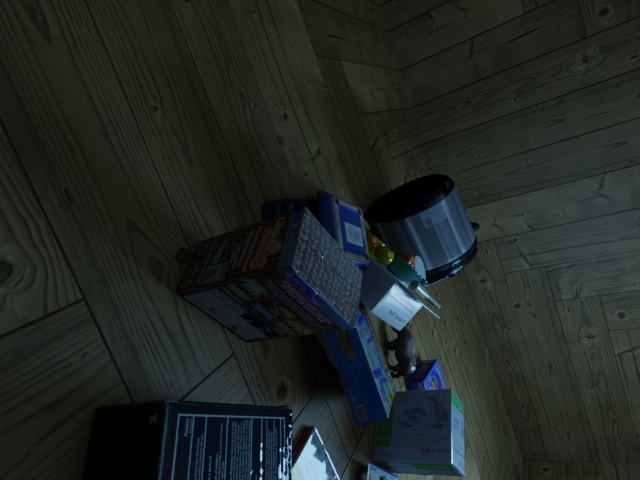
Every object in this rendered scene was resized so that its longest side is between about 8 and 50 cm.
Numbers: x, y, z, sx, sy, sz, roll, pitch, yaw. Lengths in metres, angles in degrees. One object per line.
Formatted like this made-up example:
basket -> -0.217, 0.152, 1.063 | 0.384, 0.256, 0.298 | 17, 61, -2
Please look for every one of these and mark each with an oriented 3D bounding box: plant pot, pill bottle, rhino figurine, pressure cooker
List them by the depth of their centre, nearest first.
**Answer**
plant pot -> 0.000, 0.000, 1.165 | 0.236, 0.212, 0.235 | 17, 62, -55
pill bottle -> 0.248, 0.125, 1.503 | 0.131, 0.230, 0.131 | 31, 52, -50
rhino figurine -> 0.304, 0.396, 1.598 | 0.073, 0.107, 0.243 | 33, 50, -50
pressure cooker -> 0.435, -0.018, 1.746 | 0.420, 0.370, 0.375 | 61, 36, -16

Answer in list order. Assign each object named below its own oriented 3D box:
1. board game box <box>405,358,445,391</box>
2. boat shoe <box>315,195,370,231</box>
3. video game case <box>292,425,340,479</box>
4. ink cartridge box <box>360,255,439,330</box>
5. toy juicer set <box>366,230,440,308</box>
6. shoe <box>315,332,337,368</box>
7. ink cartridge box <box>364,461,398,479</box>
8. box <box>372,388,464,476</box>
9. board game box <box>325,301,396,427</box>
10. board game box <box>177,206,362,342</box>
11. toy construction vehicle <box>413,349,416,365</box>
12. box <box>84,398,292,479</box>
board game box -> 0.471, 0.709, 1.764 | 0.233, 0.078, 0.346 | -14, 89, -60
boat shoe -> 0.066, -0.074, 1.441 | 0.285, 0.105, 0.089 | 28, 91, -46
video game case -> -0.043, 0.622, 0.998 | 0.285, 0.025, 0.203 | -42, 114, -57
ink cartridge box -> 0.171, 0.142, 1.281 | 0.207, 0.119, 0.353 | 38, 4, -46
toy juicer set -> 0.253, 0.071, 1.316 | 0.329, 0.089, 0.209 | 42, 2, 25
shoe -> 0.048, 0.333, 1.260 | 0.076, 0.059, 0.218 | -91, 157, -62
ink cartridge box -> 0.167, 0.800, 1.247 | 0.223, 0.045, 0.223 | 48, 38, -38
box -> 0.320, 0.623, 1.370 | 0.126, 0.262, 0.231 | 52, 38, -33
board game box -> 0.114, 0.325, 1.205 | 0.302, 0.086, 0.307 | 23, 47, -75
board game box -> -0.098, 0.088, 0.881 | 0.232, 0.291, 0.141 | 49, 39, -38
toy construction vehicle -> 0.364, 0.481, 1.741 | 0.098, 0.035, 0.085 | 14, 54, -59
box -> -0.201, 0.417, 0.668 | 0.294, 0.183, 0.295 | 34, 48, -50
